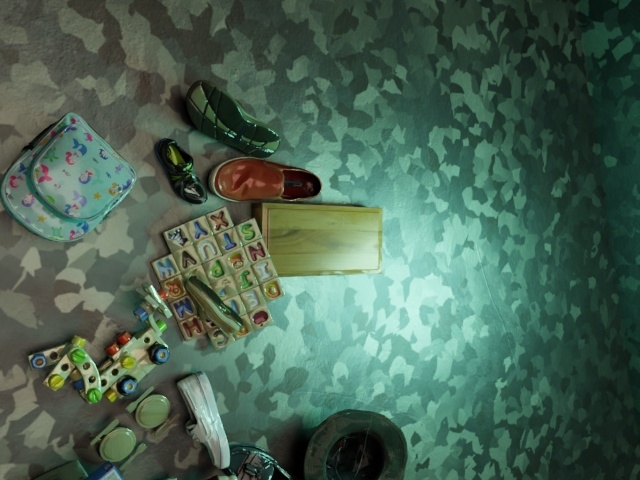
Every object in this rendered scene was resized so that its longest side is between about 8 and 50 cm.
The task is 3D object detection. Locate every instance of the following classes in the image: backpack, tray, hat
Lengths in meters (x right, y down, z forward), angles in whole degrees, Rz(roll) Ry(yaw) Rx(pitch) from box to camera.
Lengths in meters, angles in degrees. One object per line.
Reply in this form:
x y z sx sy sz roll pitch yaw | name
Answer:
-0.552 -0.122 1.287 0.253 0.191 0.225 -49 116 -17 | backpack
0.000 0.000 1.709 0.410 0.076 0.203 0 91 -32 | tray
0.086 0.641 1.743 0.331 0.134 0.331 2 84 -22 | hat

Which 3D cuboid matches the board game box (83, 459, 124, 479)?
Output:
-0.487 0.596 1.238 0.210 0.047 0.160 -36 110 -30 | board game box

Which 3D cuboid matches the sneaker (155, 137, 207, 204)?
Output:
-0.343 -0.169 1.477 0.067 0.078 0.188 -38 111 -27 | sneaker

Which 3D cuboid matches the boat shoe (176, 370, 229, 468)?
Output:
-0.304 0.468 1.517 0.084 0.095 0.258 -17 90 -28 | boat shoe

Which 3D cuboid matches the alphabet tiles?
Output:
-0.258 0.101 1.532 0.285 0.011 0.343 -24 104 -14 | alphabet tiles

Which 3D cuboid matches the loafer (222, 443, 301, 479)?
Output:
-0.138 0.647 1.616 0.302 0.095 0.109 40 70 -27 | loafer

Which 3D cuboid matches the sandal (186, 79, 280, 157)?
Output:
-0.232 -0.312 1.546 0.120 0.086 0.302 -42 138 15 | sandal

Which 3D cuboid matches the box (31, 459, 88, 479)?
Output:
-0.554 0.637 1.313 0.126 0.148 0.232 -19 101 -32 | box

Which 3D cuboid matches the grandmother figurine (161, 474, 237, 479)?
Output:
-0.279 0.682 1.508 0.342 0.104 0.208 26 92 -25 | grandmother figurine

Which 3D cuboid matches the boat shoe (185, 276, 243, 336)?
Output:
-0.282 0.176 1.498 0.072 0.068 0.190 -40 107 7 | boat shoe

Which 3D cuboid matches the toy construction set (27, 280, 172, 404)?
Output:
-0.473 0.245 1.370 0.327 0.151 0.215 -39 111 -15 | toy construction set

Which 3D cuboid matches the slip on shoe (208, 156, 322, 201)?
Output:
-0.140 -0.158 1.595 0.331 0.101 0.123 2 96 -32 | slip on shoe

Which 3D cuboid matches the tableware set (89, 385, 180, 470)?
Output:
-0.455 0.449 1.442 0.194 0.039 0.128 -43 124 -19 | tableware set
